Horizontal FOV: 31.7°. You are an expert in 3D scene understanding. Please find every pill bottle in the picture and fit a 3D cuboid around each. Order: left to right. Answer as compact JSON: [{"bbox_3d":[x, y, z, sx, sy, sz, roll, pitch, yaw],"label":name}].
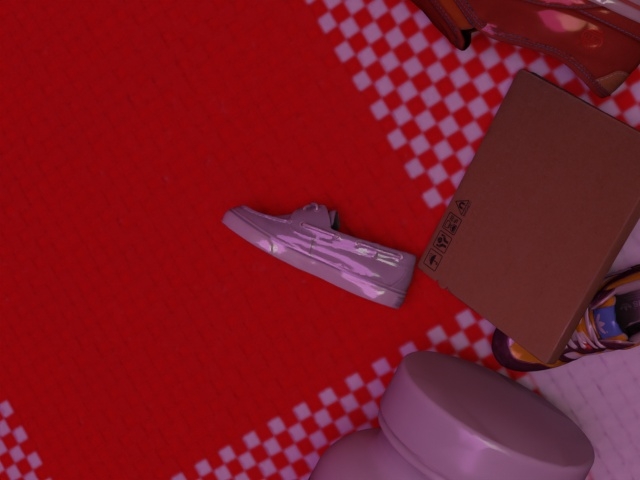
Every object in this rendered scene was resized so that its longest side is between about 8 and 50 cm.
[{"bbox_3d":[0.063,0.311,0.957,0.229,0.229,0.408,28,105,14],"label":"pill bottle"}]

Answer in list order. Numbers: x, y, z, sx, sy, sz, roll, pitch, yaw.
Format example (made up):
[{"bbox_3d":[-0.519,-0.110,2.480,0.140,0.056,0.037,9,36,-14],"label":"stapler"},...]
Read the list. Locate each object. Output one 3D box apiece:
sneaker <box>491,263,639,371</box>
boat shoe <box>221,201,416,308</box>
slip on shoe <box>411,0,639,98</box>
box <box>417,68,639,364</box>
[{"bbox_3d":[0.225,0.065,0.947,0.185,0.084,0.070,-25,88,20],"label":"sneaker"},{"bbox_3d":[0.000,0.000,1.031,0.184,0.066,0.063,24,90,17],"label":"boat shoe"},{"bbox_3d":[0.118,-0.212,0.938,0.331,0.123,0.101,24,108,10],"label":"slip on shoe"},{"bbox_3d":[0.182,-0.022,0.947,0.164,0.021,0.201,39,109,40],"label":"box"}]
